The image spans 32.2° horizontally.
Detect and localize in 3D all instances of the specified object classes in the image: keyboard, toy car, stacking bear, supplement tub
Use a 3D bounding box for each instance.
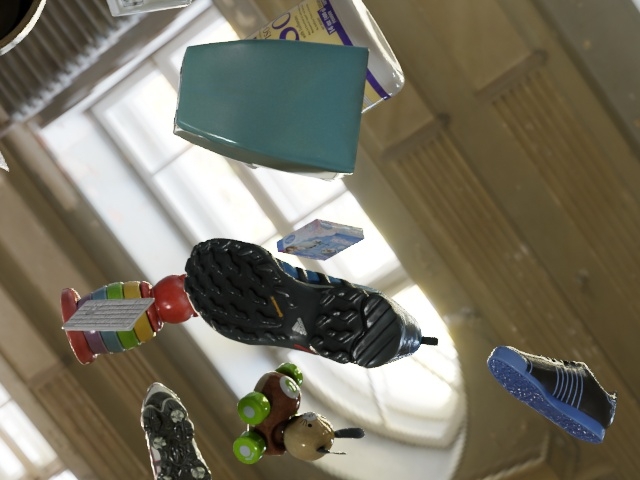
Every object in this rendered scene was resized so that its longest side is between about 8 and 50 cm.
[{"bbox_3d":[-0.376,0.130,1.953,0.256,0.014,0.072,-5,-136,52],"label":"keyboard"},{"bbox_3d":[-0.026,0.310,1.866,0.188,0.149,0.155,16,-157,21],"label":"toy car"},{"bbox_3d":[-0.413,0.158,2.466,0.289,0.175,0.164,-18,-167,-3],"label":"stacking bear"},{"bbox_3d":[-0.036,-0.303,2.076,0.331,0.241,0.241,-31,-171,12],"label":"supplement tub"}]

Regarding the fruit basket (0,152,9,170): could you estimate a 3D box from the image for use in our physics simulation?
[{"bbox_3d":[-0.636,-0.230,1.575,0.165,0.353,0.327,-59,169,-25],"label":"fruit basket"}]

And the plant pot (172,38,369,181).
[{"bbox_3d":[-0.075,-0.180,1.483,0.234,0.166,0.165,7,177,-10],"label":"plant pot"}]

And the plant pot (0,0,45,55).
[{"bbox_3d":[-0.598,-0.425,1.832,0.323,0.323,0.280,-37,-177,-8],"label":"plant pot"}]

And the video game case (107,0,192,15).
[{"bbox_3d":[-0.251,-0.382,1.511,0.019,0.143,0.157,-16,-174,36],"label":"video game case"}]

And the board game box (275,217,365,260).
[{"bbox_3d":[0.000,0.000,1.558,0.090,0.020,0.090,11,150,-40],"label":"board game box"}]

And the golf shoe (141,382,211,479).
[{"bbox_3d":[-0.263,0.386,2.017,0.105,0.273,0.120,-11,-157,-12],"label":"golf shoe"}]

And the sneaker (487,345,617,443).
[{"bbox_3d":[0.354,0.212,1.681,0.081,0.232,0.090,-18,-142,60],"label":"sneaker"}]

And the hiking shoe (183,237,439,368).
[{"bbox_3d":[-0.024,0.083,1.284,0.132,0.304,0.113,22,89,-61],"label":"hiking shoe"}]
